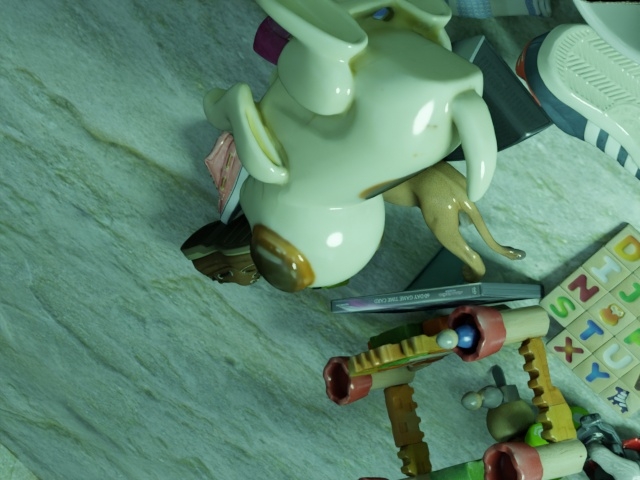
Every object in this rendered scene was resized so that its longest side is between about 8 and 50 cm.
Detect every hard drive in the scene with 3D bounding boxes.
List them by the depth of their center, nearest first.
[{"bbox_3d":[0.194,-0.186,1.831,0.172,0.054,0.255,49,159,-14],"label":"hard drive"}]

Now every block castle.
[{"bbox_3d":[0.183,0.281,2.118,0.453,0.213,0.303,-29,71,55],"label":"block castle"}]

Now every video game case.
[{"bbox_3d":[0.182,0.091,2.063,0.274,0.196,0.026,-8,83,37],"label":"video game case"}]

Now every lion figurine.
[{"bbox_3d":[0.113,-0.088,1.953,0.392,0.142,0.240,16,150,22],"label":"lion figurine"}]

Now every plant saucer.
[{"bbox_3d":[0.198,0.057,2.156,0.067,0.018,0.192,37,143,1],"label":"plant saucer"}]

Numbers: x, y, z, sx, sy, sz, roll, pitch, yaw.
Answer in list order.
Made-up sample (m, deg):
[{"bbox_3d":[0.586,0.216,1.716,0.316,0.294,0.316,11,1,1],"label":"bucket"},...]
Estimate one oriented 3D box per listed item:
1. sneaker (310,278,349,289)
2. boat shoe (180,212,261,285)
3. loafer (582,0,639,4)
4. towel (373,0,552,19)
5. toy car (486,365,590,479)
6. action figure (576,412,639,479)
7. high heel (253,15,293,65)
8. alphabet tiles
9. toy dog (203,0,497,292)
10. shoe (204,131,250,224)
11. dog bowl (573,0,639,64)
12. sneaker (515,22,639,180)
[{"bbox_3d":[0.000,0.000,2.202,0.109,0.123,0.295,0,156,-6],"label":"sneaker"},{"bbox_3d":[-0.129,0.018,2.302,0.104,0.111,0.307,52,157,-17],"label":"boat shoe"},{"bbox_3d":[0.413,-0.287,1.374,0.366,0.130,0.134,1,129,38],"label":"loafer"},{"bbox_3d":[0.157,-0.380,1.733,0.285,0.034,0.209,6,131,36],"label":"towel"},{"bbox_3d":[0.342,0.306,2.237,0.188,0.149,0.155,53,146,31],"label":"toy car"},{"bbox_3d":[0.479,0.459,2.143,0.330,0.178,0.341,-40,123,9],"label":"action figure"},{"bbox_3d":[-0.005,-0.238,1.941,0.244,0.082,0.117,49,134,6],"label":"high heel"},{"bbox_3d":[0.492,0.133,1.960,0.285,0.011,0.342,44,137,3],"label":"alphabet tiles"},{"bbox_3d":[0.037,-0.122,1.747,0.395,0.284,0.408,37,128,13],"label":"toy dog"},{"bbox_3d":[-0.158,-0.108,2.243,0.081,0.063,0.178,34,137,8],"label":"shoe"},{"bbox_3d":[0.430,-0.334,1.503,0.349,0.102,0.348,21,139,20],"label":"dog bowl"},{"bbox_3d":[0.396,-0.154,1.716,0.350,0.131,0.148,41,170,-17],"label":"sneaker"}]
